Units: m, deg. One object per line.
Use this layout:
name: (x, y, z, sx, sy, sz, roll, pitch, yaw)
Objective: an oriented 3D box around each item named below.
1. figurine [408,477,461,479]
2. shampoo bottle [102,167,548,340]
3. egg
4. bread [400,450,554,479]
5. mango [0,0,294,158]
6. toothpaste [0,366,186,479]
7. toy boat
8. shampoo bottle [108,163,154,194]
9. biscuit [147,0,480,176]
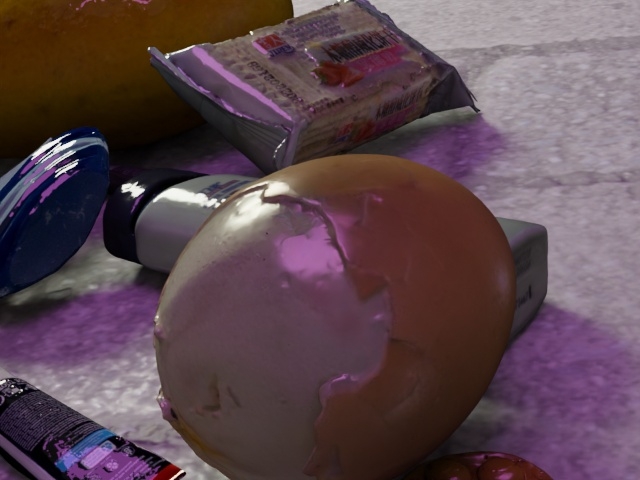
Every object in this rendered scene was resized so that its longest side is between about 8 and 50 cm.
figurine: (0.110, 0.178, 0.699, 0.154, 0.082, 0.098, 6, 66, -1)
shampoo bottle: (0.000, 0.000, 1.069, 0.359, 0.078, 0.134, 10, 28, 32)
egg: (0.017, 0.046, 0.843, 0.244, 0.201, 0.201, -27, 33, -35)
bread: (0.089, 0.160, 0.794, 0.110, 0.024, 0.110, -6, 27, 3)
mango: (-0.248, -0.195, 1.377, 0.445, 0.220, 0.301, -22, 35, -7)
toothpaste: (-0.178, 0.136, 0.903, 0.193, 0.045, 0.071, 24, 49, 36)
toy boat: (-0.307, -0.027, 1.193, 0.291, 0.067, 0.220, 13, 57, 48)
shampoo bottle: (-0.169, -0.053, 1.269, 0.137, 0.027, 0.048, 9, 24, 30)
biscuit: (-0.001, -0.149, 1.264, 0.186, 0.079, 0.309, 43, 43, 21)
